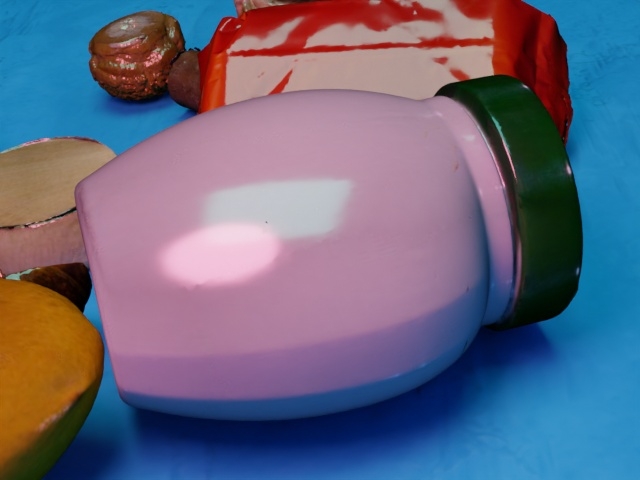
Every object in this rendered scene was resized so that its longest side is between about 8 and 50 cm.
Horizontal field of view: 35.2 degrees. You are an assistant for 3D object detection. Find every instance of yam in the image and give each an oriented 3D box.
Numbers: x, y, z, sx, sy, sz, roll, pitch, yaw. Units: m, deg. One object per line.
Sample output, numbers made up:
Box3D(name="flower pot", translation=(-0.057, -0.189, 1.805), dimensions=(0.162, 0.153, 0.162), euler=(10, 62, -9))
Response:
Box3D(name="yam", translation=(-0.126, -0.188, 1.260), dimensions=(0.127, 0.084, 0.084), euler=(27, 45, 37))

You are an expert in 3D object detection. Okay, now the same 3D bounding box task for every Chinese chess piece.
Box3D(name="Chinese chess piece", translation=(-0.284, -0.032, 1.040), dimensions=(0.188, 0.083, 0.188), euler=(-4, 35, 3))

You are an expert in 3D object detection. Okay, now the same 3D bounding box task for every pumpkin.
Box3D(name="pumpkin", translation=(-0.293, 0.065, 0.843), dimensions=(0.183, 0.119, 0.108), euler=(8, 64, -4))

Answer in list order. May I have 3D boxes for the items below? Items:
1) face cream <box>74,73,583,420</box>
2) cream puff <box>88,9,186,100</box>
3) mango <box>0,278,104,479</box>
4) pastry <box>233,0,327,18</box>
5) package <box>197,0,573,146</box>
Box3D(name="face cream", translation=(0.000, 0.000, 0.798), dimensions=(0.357, 0.219, 0.312), euler=(-13, 32, -12))
Box3D(name="cream puff", translation=(-0.241, -0.241, 1.345), dimensions=(0.126, 0.103, 0.144), euler=(-2, 31, 17))
Box3D(name="mango", translation=(-0.316, 0.132, 0.660), dimensions=(0.365, 0.182, 0.253), euler=(-27, 42, -21))
Box3D(name="pastry", translation=(0.008, -0.311, 1.367), dimensions=(0.256, 0.170, 0.237), euler=(3, 52, -2))
Box3D(name="package", translation=(0.059, -0.160, 1.088), dimensions=(0.423, 0.123, 0.196), euler=(-1, 62, 8))
